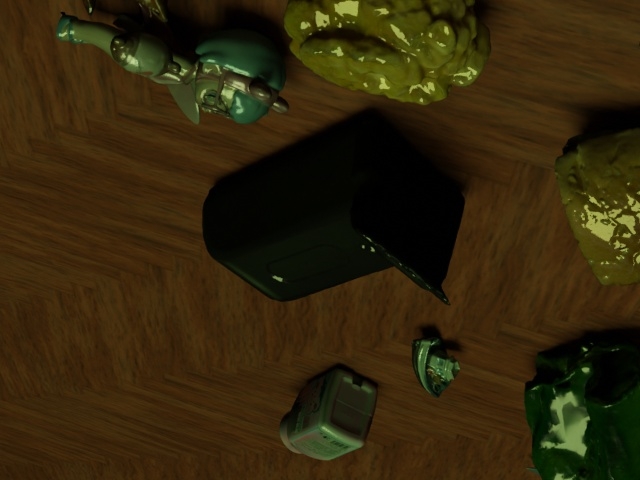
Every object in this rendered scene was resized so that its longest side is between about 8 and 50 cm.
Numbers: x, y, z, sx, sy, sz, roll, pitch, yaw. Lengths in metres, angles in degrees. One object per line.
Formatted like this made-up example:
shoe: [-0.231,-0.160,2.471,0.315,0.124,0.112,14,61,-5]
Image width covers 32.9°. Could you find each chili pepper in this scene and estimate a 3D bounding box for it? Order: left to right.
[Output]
chili pepper: [0.387,0.279,1.508,0.213,0.167,0.385,5,143,23]

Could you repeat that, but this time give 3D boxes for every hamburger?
hamburger: [0.350,-0.045,1.073,0.208,0.135,0.155,-5,141,33]

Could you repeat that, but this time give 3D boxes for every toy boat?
toy boat: [0.174,0.186,1.595,0.066,0.059,0.140,17,149,31]

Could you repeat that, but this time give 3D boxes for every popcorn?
popcorn: [0.065,-0.202,1.007,0.194,0.140,0.163,23,154,-6]

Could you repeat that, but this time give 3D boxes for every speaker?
speaker: [0.000,0.000,1.304,0.180,0.184,0.388,38,146,-24]

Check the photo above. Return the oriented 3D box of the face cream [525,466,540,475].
face cream: [0.504,0.399,1.681,0.136,0.086,0.385,31,160,-31]

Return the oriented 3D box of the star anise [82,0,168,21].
star anise: [-0.217,-0.317,1.029,0.196,0.111,0.212,5,137,16]

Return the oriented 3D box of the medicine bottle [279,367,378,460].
medicine bottle: [0.007,0.298,1.811,0.094,0.119,0.188,28,147,-17]

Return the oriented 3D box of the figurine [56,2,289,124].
figurine: [-0.161,-0.205,1.155,0.260,0.102,0.205,20,174,11]
